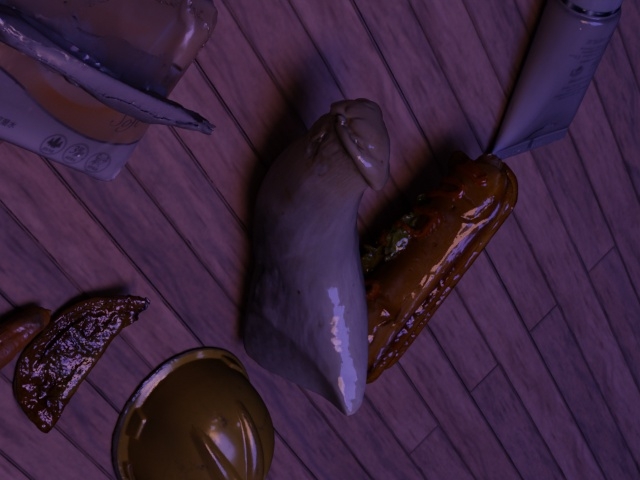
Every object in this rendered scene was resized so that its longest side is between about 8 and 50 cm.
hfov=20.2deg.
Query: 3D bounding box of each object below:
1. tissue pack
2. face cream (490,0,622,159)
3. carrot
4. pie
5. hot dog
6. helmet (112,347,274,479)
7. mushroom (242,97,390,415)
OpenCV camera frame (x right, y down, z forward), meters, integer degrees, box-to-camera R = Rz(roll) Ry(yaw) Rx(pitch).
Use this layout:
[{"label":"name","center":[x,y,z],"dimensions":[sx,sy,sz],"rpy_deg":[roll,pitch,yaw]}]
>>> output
[{"label":"tissue pack","center":[-0.246,-0.181,1.590],"dimensions":[0.238,0.238,0.305],"rpy_deg":[-56,143,7]},{"label":"face cream","center":[0.307,-0.227,2.252],"dimensions":[0.143,0.089,0.314],"rpy_deg":[-20,142,-36]},{"label":"carrot","center":[-0.366,0.127,1.875],"dimensions":[0.210,0.061,0.061],"rpy_deg":[-33,140,-27]},{"label":"pie","center":[-0.276,0.118,1.976],"dimensions":[0.088,0.033,0.191],"rpy_deg":[37,94,-38]},{"label":"hot dog","center":[0.112,0.031,2.235],"dimensions":[0.349,0.117,0.158],"rpy_deg":[-54,171,16]},{"label":"helmet","center":[-0.130,0.262,2.168],"dimensions":[0.205,0.140,0.257],"rpy_deg":[-30,136,-25]},{"label":"mushroom","center":[0.000,-0.001,2.049],"dimensions":[0.126,0.177,0.397],"rpy_deg":[-30,137,-35]}]
